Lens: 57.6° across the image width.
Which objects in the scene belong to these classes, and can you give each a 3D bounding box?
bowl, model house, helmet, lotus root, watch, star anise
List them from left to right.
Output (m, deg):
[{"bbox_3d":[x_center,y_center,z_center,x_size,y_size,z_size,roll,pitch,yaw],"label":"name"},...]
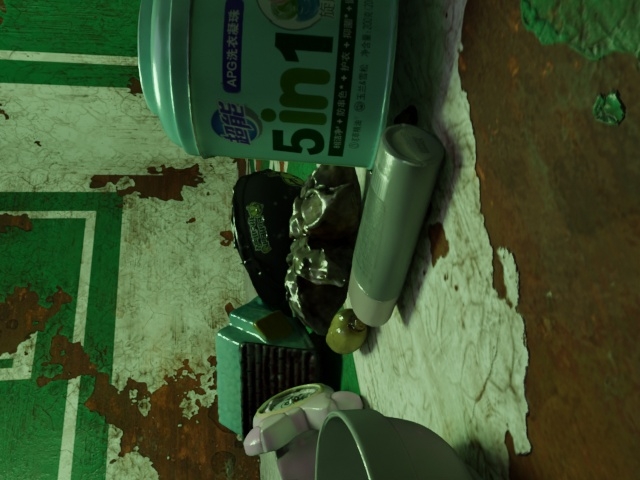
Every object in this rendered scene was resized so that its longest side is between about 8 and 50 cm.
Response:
[{"bbox_3d":[-0.066,-0.019,1.198,0.230,0.160,0.278,4,-110,-72],"label":"helmet"},{"bbox_3d":[-0.062,0.284,1.239,0.249,0.230,0.280,16,116,33],"label":"model house"},{"bbox_3d":[-0.008,0.378,1.030,0.248,0.211,0.217,165,85,-83],"label":"watch"},{"bbox_3d":[0.000,0.000,0.984,0.332,0.118,0.331,-167,90,-83],"label":"star anise"},{"bbox_3d":[0.046,0.151,0.972,0.150,0.062,0.073,124,165,-65],"label":"lotus root"},{"bbox_3d":[0.092,0.317,0.597,0.287,0.144,0.287,180,90,-77],"label":"bowl"}]

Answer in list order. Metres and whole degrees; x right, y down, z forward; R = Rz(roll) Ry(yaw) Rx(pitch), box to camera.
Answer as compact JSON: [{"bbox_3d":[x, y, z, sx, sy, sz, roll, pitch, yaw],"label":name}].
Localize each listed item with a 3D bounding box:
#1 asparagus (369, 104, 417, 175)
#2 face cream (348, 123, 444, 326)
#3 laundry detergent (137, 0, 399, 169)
[{"bbox_3d":[0.100,-0.130,0.787,0.165,0.030,0.036,113,166,-62],"label":"asparagus"},{"bbox_3d":[0.087,-0.013,0.753,0.107,0.073,0.269,-97,13,-48],"label":"face cream"},{"bbox_3d":[-0.068,-0.246,0.781,0.287,0.305,0.287,-176,90,-88],"label":"laundry detergent"}]
